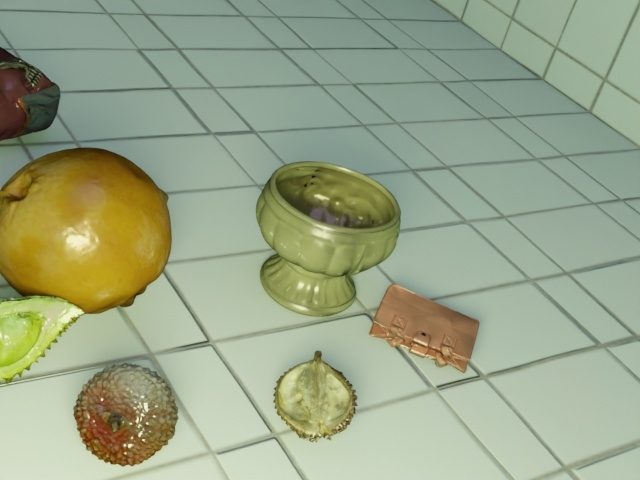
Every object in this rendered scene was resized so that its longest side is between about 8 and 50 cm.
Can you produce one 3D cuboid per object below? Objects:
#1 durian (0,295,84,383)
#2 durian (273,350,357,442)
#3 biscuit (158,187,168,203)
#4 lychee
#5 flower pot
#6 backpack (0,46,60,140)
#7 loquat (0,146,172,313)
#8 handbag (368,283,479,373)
[{"bbox_3d":[-0.576,0.142,1.536,0.352,0.169,0.158,4,31,-48],"label":"durian"},{"bbox_3d":[-0.004,0.282,1.672,0.148,0.091,0.188,-6,54,8],"label":"durian"},{"bbox_3d":[-0.451,-0.066,1.999,0.213,0.091,0.274,18,34,-3],"label":"biscuit"},{"bbox_3d":[-0.306,0.272,1.478,0.165,0.165,0.197,25,1,12],"label":"lychee"},{"bbox_3d":[0.000,0.000,1.969,0.308,0.244,0.307,14,31,-8],"label":"flower pot"},{"bbox_3d":[-0.792,-0.331,2.138,0.283,0.197,0.317,30,35,16],"label":"backpack"},{"bbox_3d":[-0.434,-0.014,1.717,0.329,0.328,0.328,12,33,-8],"label":"loquat"},{"bbox_3d":[0.218,0.183,1.962,0.213,0.059,0.157,22,32,6],"label":"handbag"}]
